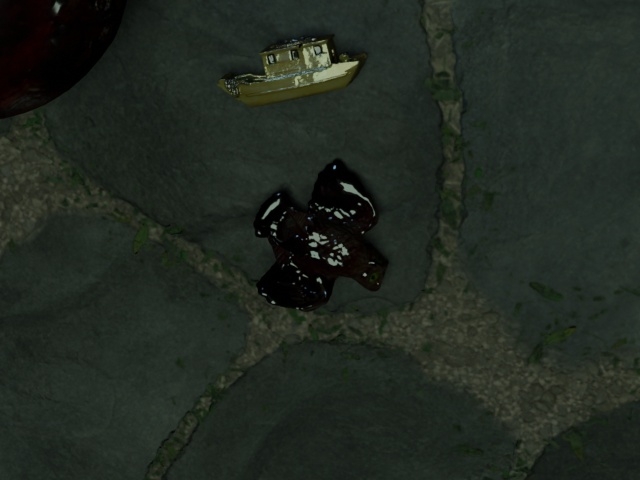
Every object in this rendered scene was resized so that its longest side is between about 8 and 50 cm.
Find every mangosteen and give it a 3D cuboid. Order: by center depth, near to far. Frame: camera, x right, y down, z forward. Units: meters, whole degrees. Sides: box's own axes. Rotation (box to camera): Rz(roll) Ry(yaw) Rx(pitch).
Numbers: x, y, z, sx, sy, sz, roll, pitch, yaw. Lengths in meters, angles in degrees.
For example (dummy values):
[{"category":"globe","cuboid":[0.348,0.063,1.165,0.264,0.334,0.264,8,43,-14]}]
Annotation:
[{"category":"mangosteen","cuboid":[-0.423,-0.351,1.596,0.381,0.421,0.381,-20,137,-20]}]

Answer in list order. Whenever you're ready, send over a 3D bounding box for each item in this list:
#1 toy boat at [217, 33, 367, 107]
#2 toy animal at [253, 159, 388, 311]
[{"category":"toy boat","cuboid":[-0.039,-0.227,1.718,0.200,0.057,0.077,-10,106,17]},{"category":"toy animal","cuboid":[0.007,0.004,1.805,0.179,0.116,0.218,29,89,-31]}]
